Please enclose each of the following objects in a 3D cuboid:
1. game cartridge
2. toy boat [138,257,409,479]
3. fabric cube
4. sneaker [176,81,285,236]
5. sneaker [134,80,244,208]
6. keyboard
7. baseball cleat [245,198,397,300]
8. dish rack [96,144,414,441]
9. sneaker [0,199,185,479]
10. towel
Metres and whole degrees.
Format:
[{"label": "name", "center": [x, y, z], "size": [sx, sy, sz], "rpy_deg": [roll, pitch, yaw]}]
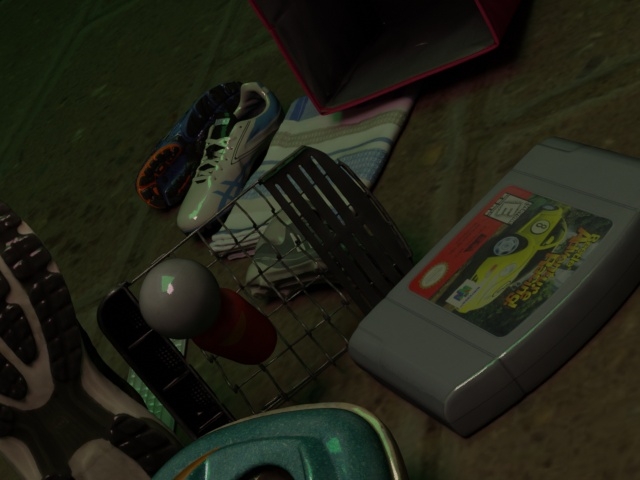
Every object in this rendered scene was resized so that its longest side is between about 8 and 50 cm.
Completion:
[{"label": "game cartridge", "center": [0.175, 0.031, 1.112], "size": [0.294, 0.060, 0.196], "rpy_deg": [-45, 33, -11]}, {"label": "toy boat", "center": [-0.072, 0.168, 1.012], "size": [0.267, 0.148, 0.318], "rpy_deg": [-27, 55, 20]}, {"label": "fabric cube", "center": [0.079, -0.347, 1.511], "size": [0.254, 0.259, 0.258], "rpy_deg": [-18, 26, 34]}, {"label": "sneaker", "center": [-0.122, -0.104, 1.609], "size": [0.085, 0.086, 0.237], "rpy_deg": [-6, 43, 42]}, {"label": "sneaker", "center": [-0.176, -0.136, 1.727], "size": [0.221, 0.083, 0.087], "rpy_deg": [-45, 21, -18]}, {"label": "keyboard", "center": [-0.180, 0.167, 1.360], "size": [0.072, 0.014, 0.256], "rpy_deg": [-28, 31, 18]}, {"label": "baseball cleat", "center": [0.000, 0.000, 1.314], "size": [0.206, 0.072, 0.109], "rpy_deg": [-13, 59, 39]}, {"label": "dish rack", "center": [-0.046, 0.054, 1.183], "size": [0.271, 0.208, 0.074], "rpy_deg": [-39, 13, -3]}, {"label": "sneaker", "center": [-0.264, 0.113, 1.147], "size": [0.158, 0.410, 0.182], "rpy_deg": [-33, 18, -10]}, {"label": "towel", "center": [-0.002, -0.095, 1.513], "size": [0.209, 0.034, 0.285], "rpy_deg": [-10, 39, 40]}]
